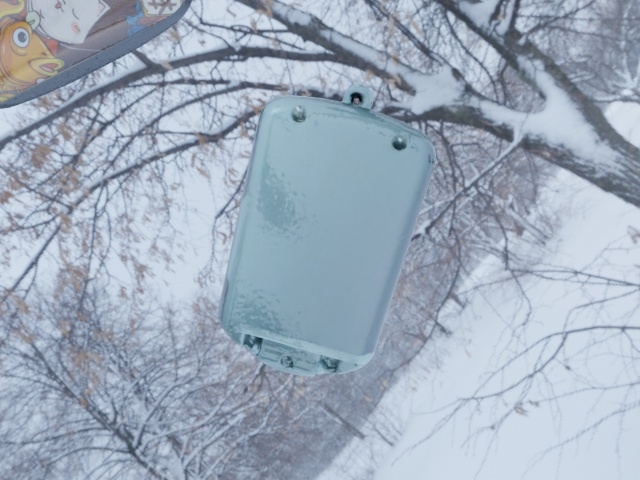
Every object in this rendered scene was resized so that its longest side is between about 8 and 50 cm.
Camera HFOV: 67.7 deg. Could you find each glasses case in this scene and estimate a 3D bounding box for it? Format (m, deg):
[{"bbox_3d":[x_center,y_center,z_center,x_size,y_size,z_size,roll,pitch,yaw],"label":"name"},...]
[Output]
[{"bbox_3d":[-0.296,-0.261,0.556,0.320,0.122,0.082,-21,-9,10],"label":"glasses case"}]

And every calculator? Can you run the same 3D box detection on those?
[{"bbox_3d":[0.000,0.000,0.384,0.045,0.141,0.246,-73,-3,-73],"label":"calculator"}]
